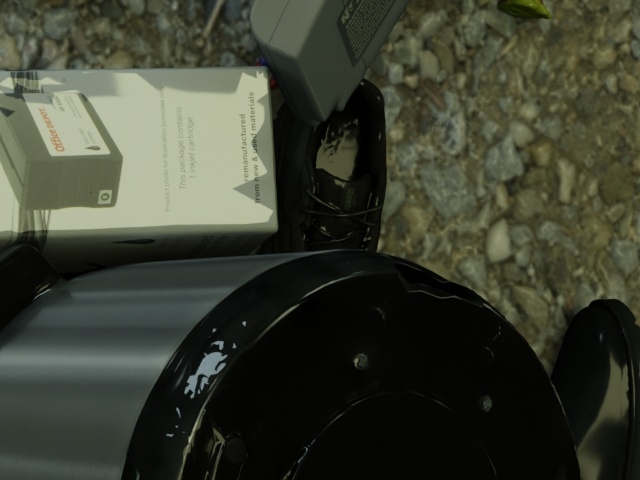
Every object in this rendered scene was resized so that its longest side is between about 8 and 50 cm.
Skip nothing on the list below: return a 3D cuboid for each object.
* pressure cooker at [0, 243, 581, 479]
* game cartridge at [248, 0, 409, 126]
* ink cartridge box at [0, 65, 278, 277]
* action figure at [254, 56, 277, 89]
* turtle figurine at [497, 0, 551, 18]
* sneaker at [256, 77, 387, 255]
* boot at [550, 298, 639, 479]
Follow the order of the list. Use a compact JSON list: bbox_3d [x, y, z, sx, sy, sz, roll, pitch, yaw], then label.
[{"bbox_3d":[-0.076,0.194,1.225,0.376,0.420,0.369,7,84,-38],"label":"pressure cooker"},{"bbox_3d":[0.047,-0.242,1.323,0.062,0.198,0.297,28,80,19],"label":"game cartridge"},{"bbox_3d":[-0.205,-0.044,1.337,0.308,0.223,0.129,-2,82,-14],"label":"ink cartridge box"},{"bbox_3d":[-0.018,-0.163,1.505,0.115,0.030,0.038,-41,87,-18],"label":"action figure"},{"bbox_3d":[0.184,-0.314,1.521,0.269,0.087,0.217,31,83,-52],"label":"turtle figurine"},{"bbox_3d":[0.000,0.000,1.429,0.109,0.130,0.286,5,81,-15],"label":"sneaker"},{"bbox_3d":[0.159,0.168,1.455,0.207,0.094,0.246,2,86,-17],"label":"boot"}]
